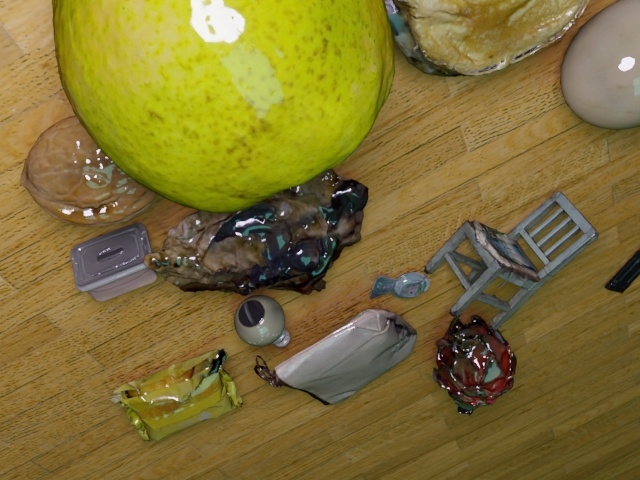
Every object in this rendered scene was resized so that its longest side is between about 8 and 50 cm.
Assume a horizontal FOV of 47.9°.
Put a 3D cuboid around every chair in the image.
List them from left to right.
[{"bbox_3d":[0.341,0.021,1.319,0.147,0.136,0.270,22,120,-37],"label":"chair"}]

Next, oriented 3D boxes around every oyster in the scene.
[{"bbox_3d":[-0.085,-0.010,1.110,0.360,0.096,0.222,3,104,-30],"label":"oyster"}]

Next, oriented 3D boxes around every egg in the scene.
[{"bbox_3d":[0.479,-0.273,1.084,0.241,0.186,0.186,-32,134,5],"label":"egg"}]

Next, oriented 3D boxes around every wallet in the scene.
[{"bbox_3d":[0.050,0.230,1.408,0.274,0.068,0.335,-32,150,9],"label":"wallet"}]

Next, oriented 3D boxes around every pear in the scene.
[{"bbox_3d":[-0.111,-0.231,0.779,0.390,0.391,0.391,-11,133,-13],"label":"pear"}]

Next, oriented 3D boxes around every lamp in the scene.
[{"bbox_3d":[-0.095,0.160,1.310,0.091,0.091,0.163,-29,149,4],"label":"lamp"}]

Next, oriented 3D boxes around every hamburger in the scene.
[{"bbox_3d":[0.237,-0.325,0.976,0.308,0.133,0.211,-27,134,2],"label":"hamburger"}]

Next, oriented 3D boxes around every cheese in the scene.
[{"bbox_3d":[0.154,0.086,1.377,0.120,0.026,0.067,-1,129,-21],"label":"cheese"}]

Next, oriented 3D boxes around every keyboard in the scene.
[{"bbox_3d":[0.704,0.035,1.565,0.061,0.013,0.204,14,122,-32],"label":"keyboard"}]

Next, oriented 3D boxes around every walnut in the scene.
[{"bbox_3d":[-0.301,-0.094,0.951,0.184,0.155,0.156,-9,132,-12],"label":"walnut"}]

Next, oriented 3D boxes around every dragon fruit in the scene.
[{"bbox_3d":[0.320,0.260,1.501,0.182,0.182,0.189,-21,152,-4],"label":"dragon fruit"}]

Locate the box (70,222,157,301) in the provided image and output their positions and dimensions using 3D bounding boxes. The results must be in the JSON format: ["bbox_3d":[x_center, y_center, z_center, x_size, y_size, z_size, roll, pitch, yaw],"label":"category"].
[{"bbox_3d":[-0.312,0.037,1.105,0.122,0.089,0.062,-20,144,-4],"label":"box"}]

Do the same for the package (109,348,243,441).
[{"bbox_3d":[-0.262,0.292,1.344,0.226,0.090,0.168,-21,131,-8],"label":"package"}]
